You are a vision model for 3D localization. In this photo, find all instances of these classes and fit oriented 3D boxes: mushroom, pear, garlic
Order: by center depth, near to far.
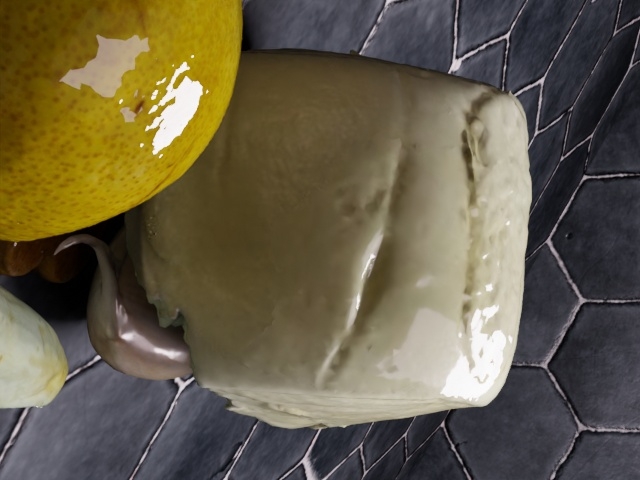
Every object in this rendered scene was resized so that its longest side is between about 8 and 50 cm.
[{"bbox_3d":[-0.146,-0.097,0.535,0.209,0.209,0.209,-46,155,-29],"label":"pear"},{"bbox_3d":[-0.246,0.051,0.668,0.107,0.087,0.333,-38,158,-10],"label":"mushroom"},{"bbox_3d":[-0.133,0.043,0.847,0.128,0.148,0.266,-22,-172,16],"label":"garlic"}]

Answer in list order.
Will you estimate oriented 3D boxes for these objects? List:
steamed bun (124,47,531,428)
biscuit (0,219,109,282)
[{"bbox_3d":[0.000,0.000,0.782,0.272,0.273,0.290,-2,87,-57],"label":"steamed bun"},{"bbox_3d":[-0.151,-0.078,0.756,0.236,0.039,0.180,-59,165,-1],"label":"biscuit"}]
